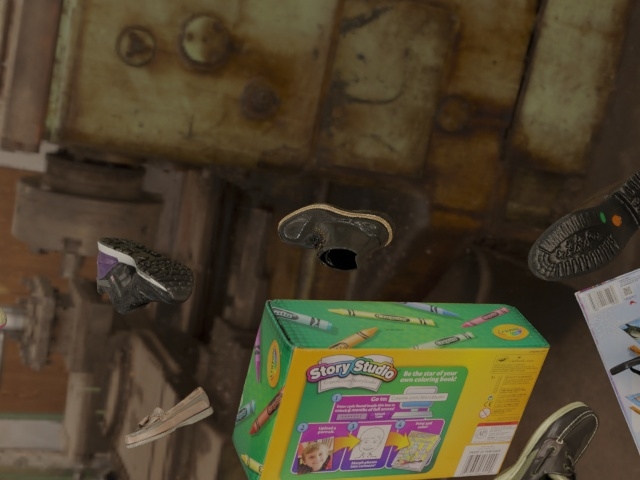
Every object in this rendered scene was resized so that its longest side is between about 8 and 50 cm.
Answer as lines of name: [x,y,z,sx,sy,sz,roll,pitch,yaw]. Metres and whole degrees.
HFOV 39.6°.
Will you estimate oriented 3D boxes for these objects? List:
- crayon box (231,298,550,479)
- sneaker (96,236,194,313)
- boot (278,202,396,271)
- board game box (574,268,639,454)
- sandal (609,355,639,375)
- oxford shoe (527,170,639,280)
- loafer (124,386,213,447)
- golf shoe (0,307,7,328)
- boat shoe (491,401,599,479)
crayon box: [0.069,0.149,0.870,0.081,0.278,0.165,-125,44,-54]
sneaker: [-0.330,0.089,1.667,0.283,0.107,0.124,24,106,48]
boot: [0.000,0.000,1.362,0.198,0.137,0.077,-4,112,29]
board game box: [0.603,0.173,1.364,0.318,0.066,0.318,-24,73,22]
sandal: [0.514,0.182,1.308,0.179,0.067,0.040,-20,79,31]
oxford shoe: [0.356,-0.009,1.180,0.083,0.227,0.096,61,159,0]
loafer: [-0.196,0.224,1.128,0.045,0.125,0.039,-20,88,52]
golf shoe: [-0.398,0.180,0.866,0.115,0.140,0.306,16,86,33]
boat shoe: [0.274,0.287,1.073,0.073,0.223,0.080,20,140,52]
